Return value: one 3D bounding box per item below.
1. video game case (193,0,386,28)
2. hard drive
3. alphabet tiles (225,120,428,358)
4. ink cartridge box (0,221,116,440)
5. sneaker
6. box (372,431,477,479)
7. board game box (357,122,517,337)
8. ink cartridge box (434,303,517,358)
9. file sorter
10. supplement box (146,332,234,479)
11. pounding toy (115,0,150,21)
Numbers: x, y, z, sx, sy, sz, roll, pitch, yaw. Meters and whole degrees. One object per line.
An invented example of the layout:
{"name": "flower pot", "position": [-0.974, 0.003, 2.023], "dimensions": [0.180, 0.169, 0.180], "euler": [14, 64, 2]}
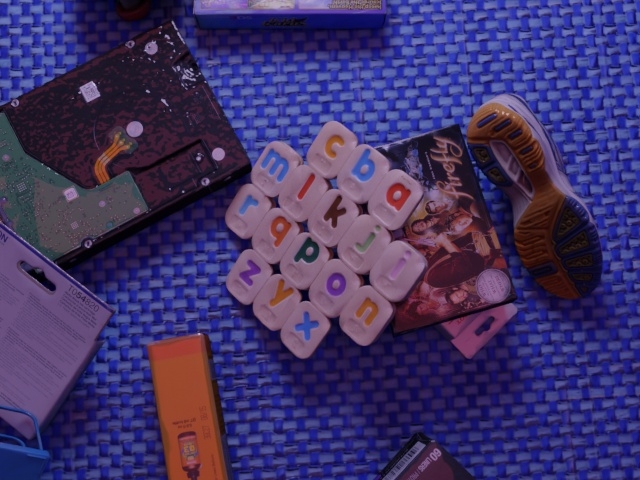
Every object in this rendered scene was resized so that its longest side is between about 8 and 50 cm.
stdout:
{"name": "video game case", "position": [-0.043, -0.426, 1.248], "dimensions": [0.269, 0.061, 0.245], "euler": [0, 80, -1]}
{"name": "hard drive", "position": [-0.294, -0.121, 1.198], "dimensions": [0.338, 0.064, 0.237], "euler": [-29, 83, -6]}
{"name": "alphabet tiles", "position": [0.000, 0.000, 1.138], "dimensions": [0.284, 0.021, 0.278], "euler": [41, 107, 26]}
{"name": "ink cartridge box", "position": [-0.397, 0.107, 1.136], "dimensions": [0.223, 0.045, 0.224], "euler": [37, 105, 4]}
{"name": "sneaker", "position": [0.305, -0.067, 1.178], "dimensions": [0.111, 0.131, 0.297], "euler": [-19, 106, 31]}
{"name": "box", "position": [0.173, 0.394, 1.090], "dimensions": [0.270, 0.143, 0.165], "euler": [44, 83, 5]}
{"name": "board game box", "position": [0.137, -0.014, 1.138], "dimensions": [0.165, 0.042, 0.243], "euler": [-17, 78, -2]}
{"name": "ink cartridge box", "position": [0.175, 0.061, 1.180], "dimensions": [0.104, 0.061, 0.181], "euler": [-44, 84, -7]}
{"name": "file sorter", "position": [-0.427, 0.296, 1.077], "dimensions": [0.118, 0.104, 0.170], "euler": [20, 103, -30]}
{"name": "supplement box", "position": [-0.166, 0.242, 1.141], "dimensions": [0.078, 0.080, 0.234], "euler": [-10, 80, -2]}
{"name": "pounding toy", "position": [-0.249, -0.398, 1.235], "dimensions": [0.182, 0.110, 0.237], "euler": [-13, 53, 8]}
